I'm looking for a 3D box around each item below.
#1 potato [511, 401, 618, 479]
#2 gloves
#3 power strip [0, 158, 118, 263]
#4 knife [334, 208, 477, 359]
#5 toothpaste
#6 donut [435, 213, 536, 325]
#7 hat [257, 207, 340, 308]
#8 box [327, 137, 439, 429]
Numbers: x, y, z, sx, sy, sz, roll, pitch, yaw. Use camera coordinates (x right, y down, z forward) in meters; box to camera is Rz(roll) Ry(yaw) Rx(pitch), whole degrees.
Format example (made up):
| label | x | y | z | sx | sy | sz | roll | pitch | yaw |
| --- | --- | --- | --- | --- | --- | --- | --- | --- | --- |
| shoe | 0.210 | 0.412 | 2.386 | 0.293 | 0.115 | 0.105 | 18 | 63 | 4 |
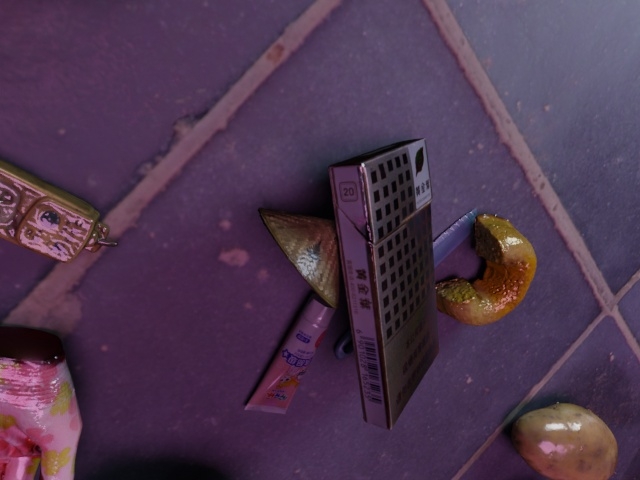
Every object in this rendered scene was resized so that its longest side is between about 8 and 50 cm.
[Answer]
| label | x | y | z | sx | sy | sz | roll | pitch | yaw |
| --- | --- | --- | --- | --- | --- | --- | --- | --- | --- |
| potato | 0.487 | 0.412 | 0.826 | 0.234 | 0.128 | 0.161 | -2 | 92 | -17 |
| gloves | -0.339 | 0.222 | 0.427 | 0.145 | 0.126 | 0.241 | 10 | 101 | -50 |
| power strip | -0.338 | -0.060 | 0.372 | 0.305 | 0.044 | 0.064 | 32 | 93 | -28 |
| knife | 0.132 | 0.063 | 0.621 | 0.313 | 0.019 | 0.044 | -43 | 117 | -6 |
| toothpaste | -0.038 | 0.165 | 0.573 | 0.067 | 0.043 | 0.194 | 19 | 105 | -29 |
| donut | 0.265 | 0.057 | 0.637 | 0.146 | 0.078 | 0.181 | 25 | 100 | -29 |
| hat | 0.000 | 0.000 | 0.468 | 0.067 | 0.146 | 0.146 | -39 | 117 | 3 |
| box | 0.095 | 0.047 | 0.520 | 0.180 | 0.047 | 0.325 | -30 | 118 | -50 |
